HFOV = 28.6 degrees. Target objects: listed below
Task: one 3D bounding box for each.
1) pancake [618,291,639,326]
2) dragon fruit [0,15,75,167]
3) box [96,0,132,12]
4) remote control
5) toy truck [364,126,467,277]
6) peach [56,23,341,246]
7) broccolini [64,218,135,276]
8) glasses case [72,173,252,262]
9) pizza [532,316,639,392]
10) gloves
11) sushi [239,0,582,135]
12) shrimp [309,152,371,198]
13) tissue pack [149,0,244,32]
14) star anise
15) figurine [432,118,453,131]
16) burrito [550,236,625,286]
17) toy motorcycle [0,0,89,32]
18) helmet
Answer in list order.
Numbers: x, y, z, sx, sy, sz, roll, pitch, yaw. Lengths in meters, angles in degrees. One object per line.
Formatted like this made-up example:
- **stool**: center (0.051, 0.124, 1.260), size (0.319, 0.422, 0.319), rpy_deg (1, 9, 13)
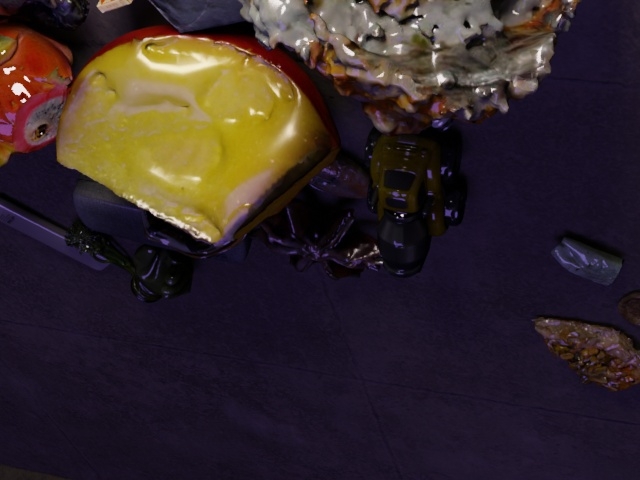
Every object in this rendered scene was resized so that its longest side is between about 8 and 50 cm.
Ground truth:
- **pancake**: center (0.551, 0.118, 2.089), size (0.115, 0.011, 0.115), rpy_deg (13, 150, 7)
- **dragon fruit**: center (-0.481, -0.236, 1.892), size (0.227, 0.224, 0.224), rpy_deg (30, 155, 24)
- **box**: center (-0.263, -0.351, 1.703), size (0.058, 0.093, 0.015), rpy_deg (-6, 139, 37)
- **remote control**: center (-0.531, -0.014, 2.467), size (0.261, 0.029, 0.067), rpy_deg (29, 147, -20)
- **toy truck**: center (0.132, -0.059, 1.884), size (0.147, 0.165, 0.224), rpy_deg (11, 148, 15)
- **peach**: center (-0.152, -0.160, 1.802), size (0.380, 0.242, 0.306), rpy_deg (24, 107, 10)
- **broccolini**: center (-0.413, 0.033, 2.442), size (0.074, 0.058, 0.201), rpy_deg (0, 144, 41)
- **glasses case**: center (-0.280, -0.044, 2.228), size (0.323, 0.074, 0.131), rpy_deg (13, 150, 11)
- **pizza**: center (0.485, 0.206, 2.213), size (0.226, 0.069, 0.147), rpy_deg (38, 147, -30)
- **gloves**: center (-0.297, 0.058, 2.377), size (0.135, 0.107, 0.268), rpy_deg (35, 164, -11)
- **sushi**: center (0.098, -0.323, 1.286), size (0.417, 0.417, 0.176), rpy_deg (29, 179, -17)
- **shrimp**: center (-0.018, -0.122, 1.992), size (0.223, 0.047, 0.126), rpy_deg (29, 158, -19)
- **tissue pack**: center (-0.091, -0.388, 1.525), size (0.361, 0.122, 0.259), rpy_deg (-4, 146, 31)
- **star anise**: center (0.001, 0.000, 2.129), size (0.288, 0.088, 0.288), rpy_deg (19, 158, 8)
- **figurine**: center (0.095, -0.249, 1.664), size (0.245, 0.110, 0.138), rpy_deg (32, 108, -27)
- **burrito**: center (0.421, 0.033, 1.995), size (0.118, 0.044, 0.074), rpy_deg (20, 154, -9)
- **toy motorcycle**: center (-0.450, -0.426, 1.654), size (0.207, 0.134, 0.401), rpy_deg (5, 148, 12)
- **helmet**: center (-0.186, -0.078, 2.044), size (0.224, 0.130, 0.198), rpy_deg (6, 107, 21)
